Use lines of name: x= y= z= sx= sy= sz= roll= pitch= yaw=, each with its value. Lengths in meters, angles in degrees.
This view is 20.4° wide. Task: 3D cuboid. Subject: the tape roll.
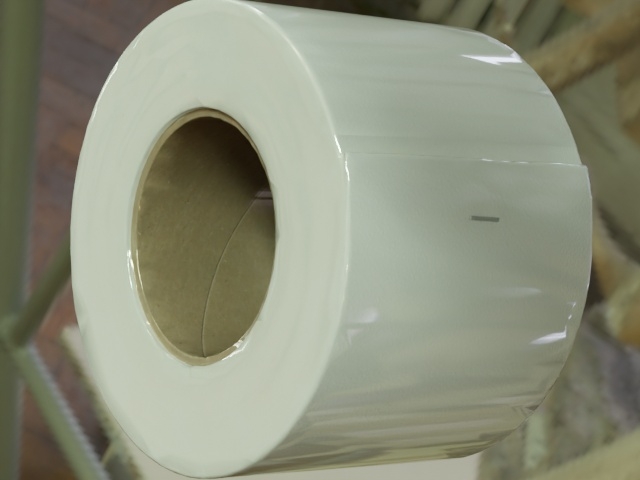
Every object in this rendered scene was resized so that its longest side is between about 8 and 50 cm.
tape roll: x=0.000 y=0.000 z=0.946 sx=0.169 sy=0.246 sz=0.246 roll=2 pitch=39 yaw=-40
